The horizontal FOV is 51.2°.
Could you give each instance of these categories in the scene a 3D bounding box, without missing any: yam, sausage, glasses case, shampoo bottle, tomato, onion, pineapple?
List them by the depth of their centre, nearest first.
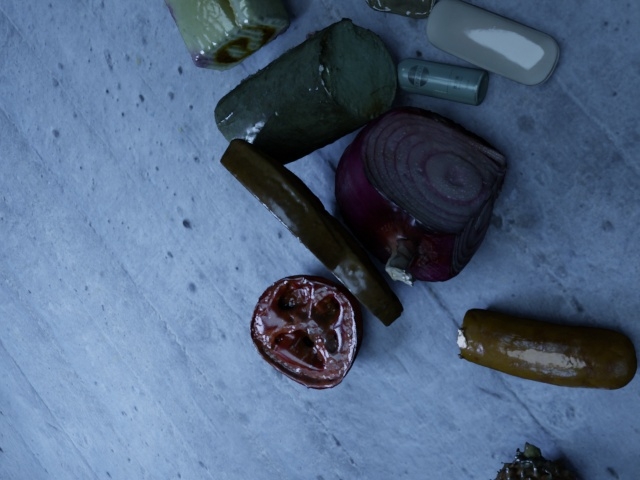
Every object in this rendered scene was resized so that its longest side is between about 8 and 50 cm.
[{"bbox_3d":[0.252,-0.295,0.990,0.204,0.051,0.081,31,119,19],"label":"glasses case"},{"bbox_3d":[0.140,-0.058,1.029,0.256,0.272,0.230,56,158,15],"label":"onion"},{"bbox_3d":[0.163,-0.257,1.055,0.195,0.056,0.056,17,114,25],"label":"shampoo bottle"},{"bbox_3d":[0.354,0.173,1.059,0.271,0.109,0.109,7,110,26],"label":"sausage"},{"bbox_3d":[-0.033,-0.226,1.096,0.304,0.168,0.168,-20,95,45],"label":"yam"},{"bbox_3d":[0.362,0.435,1.118,0.166,0.166,0.193,-9,85,33],"label":"pineapple"},{"bbox_3d":[-0.012,0.164,1.280,0.228,0.101,0.228,6,106,21],"label":"tomato"}]

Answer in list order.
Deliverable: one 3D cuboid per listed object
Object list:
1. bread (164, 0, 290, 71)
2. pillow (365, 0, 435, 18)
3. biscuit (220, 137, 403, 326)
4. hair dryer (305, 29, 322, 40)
[{"bbox_3d":[-0.199,-0.478,1.137,0.187,0.155,0.338,-26,91,28],"label":"bread"},{"bbox_3d":[0.136,-0.456,1.016,0.130,0.033,0.217,21,116,23],"label":"pillow"},{"bbox_3d":[0.007,-0.006,1.061,0.070,0.394,0.350,-45,46,-2],"label":"biscuit"},{"bbox_3d":[0.033,-0.328,1.125,0.114,0.037,0.063,-6,102,25],"label":"hair dryer"}]
